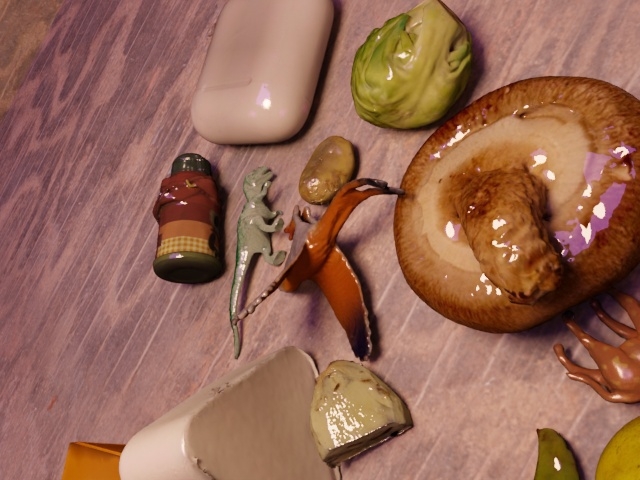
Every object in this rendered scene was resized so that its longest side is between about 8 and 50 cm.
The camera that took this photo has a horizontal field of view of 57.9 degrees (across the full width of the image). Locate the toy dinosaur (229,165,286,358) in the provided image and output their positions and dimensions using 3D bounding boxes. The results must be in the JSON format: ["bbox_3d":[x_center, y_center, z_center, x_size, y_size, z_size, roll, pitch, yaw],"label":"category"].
[{"bbox_3d":[-0.113,0.023,1.080,0.129,0.076,0.382,-12,62,42],"label":"toy dinosaur"}]

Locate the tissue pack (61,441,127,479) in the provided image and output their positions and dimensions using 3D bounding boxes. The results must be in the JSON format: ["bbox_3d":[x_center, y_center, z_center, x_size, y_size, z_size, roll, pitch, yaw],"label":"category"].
[{"bbox_3d":[-0.334,0.480,1.031,0.275,0.145,0.194,-4,69,38],"label":"tissue pack"}]

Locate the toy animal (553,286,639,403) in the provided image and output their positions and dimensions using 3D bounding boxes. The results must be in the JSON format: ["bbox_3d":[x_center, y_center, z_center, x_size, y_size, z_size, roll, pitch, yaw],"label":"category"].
[{"bbox_3d":[0.409,0.109,0.647,0.224,0.066,0.230,-44,39,-8],"label":"toy animal"}]

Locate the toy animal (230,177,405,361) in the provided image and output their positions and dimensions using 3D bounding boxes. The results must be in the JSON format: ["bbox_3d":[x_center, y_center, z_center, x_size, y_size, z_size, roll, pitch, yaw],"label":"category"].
[{"bbox_3d":[-0.007,-0.007,0.906,0.284,0.225,0.302,-66,22,16],"label":"toy animal"}]

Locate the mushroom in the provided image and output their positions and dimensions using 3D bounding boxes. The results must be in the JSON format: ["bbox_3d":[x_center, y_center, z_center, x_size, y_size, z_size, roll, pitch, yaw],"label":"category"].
[{"bbox_3d":[0.247,-0.045,0.740,0.346,0.239,0.345,-13,47,15],"label":"mushroom"}]

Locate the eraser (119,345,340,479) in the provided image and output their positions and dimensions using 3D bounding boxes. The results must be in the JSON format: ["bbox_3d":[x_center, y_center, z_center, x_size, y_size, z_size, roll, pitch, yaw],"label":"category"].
[{"bbox_3d":[-0.088,0.346,0.843,0.150,0.331,0.331,-31,57,27],"label":"eraser"}]

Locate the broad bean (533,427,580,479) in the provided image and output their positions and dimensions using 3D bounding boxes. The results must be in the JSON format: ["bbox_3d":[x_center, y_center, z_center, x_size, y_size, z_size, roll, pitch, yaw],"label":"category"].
[{"bbox_3d":[0.265,0.387,0.649,0.077,0.061,0.338,-10,68,27],"label":"broad bean"}]

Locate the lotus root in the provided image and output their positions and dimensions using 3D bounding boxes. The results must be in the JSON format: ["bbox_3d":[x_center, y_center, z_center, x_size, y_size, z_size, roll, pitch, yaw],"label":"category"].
[{"bbox_3d":[0.039,0.244,0.855,0.143,0.070,0.144,-36,53,3],"label":"lotus root"}]

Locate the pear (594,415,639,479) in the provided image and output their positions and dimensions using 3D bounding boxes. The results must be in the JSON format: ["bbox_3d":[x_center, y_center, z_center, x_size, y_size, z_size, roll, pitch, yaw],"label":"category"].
[{"bbox_3d":[0.360,0.251,0.541,0.198,0.198,0.198,-15,65,34],"label":"pear"}]

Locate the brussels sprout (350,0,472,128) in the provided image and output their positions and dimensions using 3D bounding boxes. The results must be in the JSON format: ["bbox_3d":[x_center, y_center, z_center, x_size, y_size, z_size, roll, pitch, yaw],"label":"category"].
[{"bbox_3d":[0.143,-0.281,0.945,0.223,0.161,0.223,-33,32,25],"label":"brussels sprout"}]

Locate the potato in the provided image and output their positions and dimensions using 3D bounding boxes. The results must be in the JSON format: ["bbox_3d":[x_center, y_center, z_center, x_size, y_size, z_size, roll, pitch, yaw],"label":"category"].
[{"bbox_3d":[0.013,-0.122,1.033,0.092,0.070,0.137,15,66,42],"label":"potato"}]

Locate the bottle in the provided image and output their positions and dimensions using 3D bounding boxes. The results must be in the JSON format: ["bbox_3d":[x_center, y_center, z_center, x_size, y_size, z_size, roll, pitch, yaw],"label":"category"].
[{"bbox_3d":[-0.269,-0.057,1.185,0.156,0.143,0.271,-20,61,31],"label":"bottle"}]

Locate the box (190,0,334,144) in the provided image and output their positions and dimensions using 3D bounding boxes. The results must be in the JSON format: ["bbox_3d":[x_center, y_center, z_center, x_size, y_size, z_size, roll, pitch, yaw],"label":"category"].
[{"bbox_3d":[-0.121,-0.363,1.187,0.289,0.141,0.348,6,76,38],"label":"box"}]
